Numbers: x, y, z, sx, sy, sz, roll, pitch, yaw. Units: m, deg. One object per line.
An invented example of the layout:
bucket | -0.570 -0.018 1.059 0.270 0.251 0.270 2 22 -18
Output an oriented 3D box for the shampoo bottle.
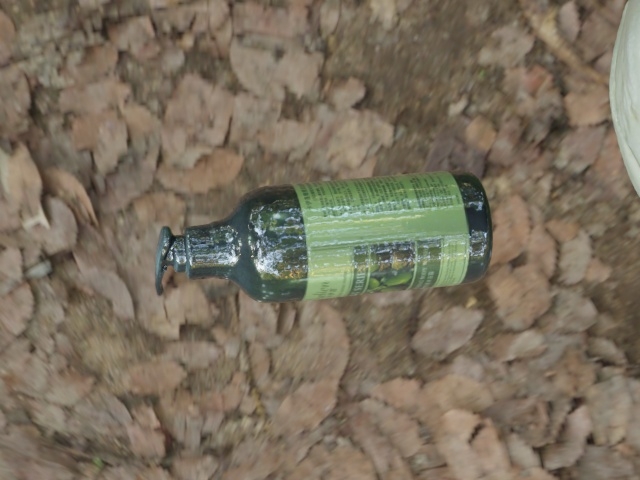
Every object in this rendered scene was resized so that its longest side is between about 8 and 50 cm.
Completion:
shampoo bottle | 0.000 0.000 1.340 0.284 0.101 0.101 -5 80 -12

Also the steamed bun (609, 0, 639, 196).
steamed bun | 0.353 -0.120 1.146 0.368 0.255 0.342 26 91 -38
